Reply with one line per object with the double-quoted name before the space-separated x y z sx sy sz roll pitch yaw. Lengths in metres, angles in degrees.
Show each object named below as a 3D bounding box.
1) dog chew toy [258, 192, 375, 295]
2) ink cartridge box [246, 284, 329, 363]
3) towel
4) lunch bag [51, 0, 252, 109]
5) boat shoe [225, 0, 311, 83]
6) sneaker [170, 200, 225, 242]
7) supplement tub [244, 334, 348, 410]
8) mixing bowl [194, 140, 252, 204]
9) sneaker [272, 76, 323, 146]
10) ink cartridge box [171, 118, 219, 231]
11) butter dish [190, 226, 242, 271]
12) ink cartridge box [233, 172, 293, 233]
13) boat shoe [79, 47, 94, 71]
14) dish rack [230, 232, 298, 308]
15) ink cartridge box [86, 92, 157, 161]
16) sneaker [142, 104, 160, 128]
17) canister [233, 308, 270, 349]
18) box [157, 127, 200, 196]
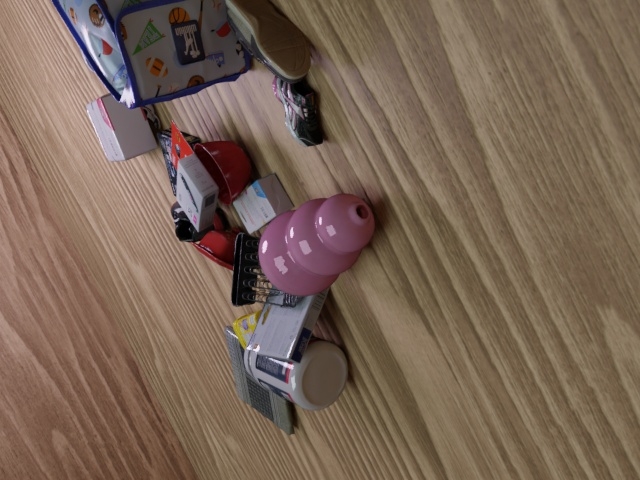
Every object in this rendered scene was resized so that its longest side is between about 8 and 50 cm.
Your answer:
"dog chew toy" 0.000 0.000 1.545 0.332 0.207 0.206 -33 86 51
"ink cartridge box" -0.088 0.210 1.830 0.045 0.223 0.224 31 162 -30
"towel" -0.202 0.476 2.351 0.312 0.056 0.324 24 131 41
"lunch bag" -0.375 -0.505 1.557 0.385 0.328 0.239 60 147 5
"boat shoe" -0.116 -0.429 1.464 0.285 0.103 0.092 52 153 21
"sneaker" -0.415 -0.061 2.142 0.276 0.135 0.097 22 133 48
"supplement tub" -0.072 0.348 1.916 0.272 0.191 0.191 11 123 51
"mixing bowl" -0.245 -0.194 1.814 0.181 0.098 0.181 47 156 29
"sneaker" -0.039 -0.288 1.490 0.077 0.072 0.178 -17 106 47
"ink cartridge box" -0.377 -0.174 1.924 0.238 0.060 0.275 54 159 9
"butter dish" -0.272 0.016 2.028 0.160 0.118 0.160 29 180 43
"ink cartridge box" -0.155 -0.094 1.810 0.104 0.062 0.181 61 148 1
"boat shoe" -0.701 -0.638 2.076 0.084 0.095 0.257 16 116 55
"dish rack" -0.142 0.083 1.847 0.272 0.074 0.208 0 86 55
"ink cartridge box" -0.645 -0.369 2.210 0.283 0.117 0.207 12 124 63
"sneaker" -0.532 -0.385 2.149 0.032 0.037 0.083 -16 102 56
"canister" -0.196 0.286 2.158 0.170 0.073 0.126 -28 90 57
"box" -0.410 -0.219 2.090 0.175 0.051 0.220 24 132 45
